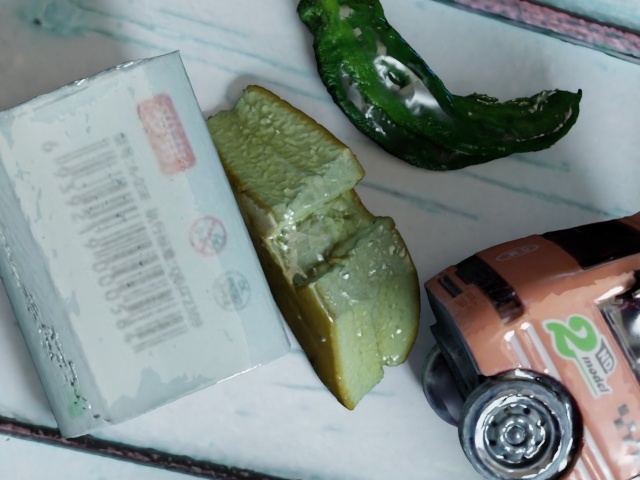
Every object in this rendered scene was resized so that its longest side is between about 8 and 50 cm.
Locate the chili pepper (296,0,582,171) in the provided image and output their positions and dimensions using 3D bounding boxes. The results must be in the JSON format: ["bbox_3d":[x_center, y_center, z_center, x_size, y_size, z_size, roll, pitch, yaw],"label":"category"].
[{"bbox_3d":[0.064,-0.133,1.339,0.279,0.065,0.122,35,68,-14],"label":"chili pepper"}]

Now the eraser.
[{"bbox_3d":[-0.140,0.002,1.246,0.174,0.081,0.227,-21,94,-2],"label":"eraser"}]

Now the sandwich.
[{"bbox_3d":[0.000,0.000,1.295,0.090,0.088,0.244,-32,96,-21],"label":"sandwich"}]

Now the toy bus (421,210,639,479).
[{"bbox_3d":[0.247,0.184,1.267,0.233,0.203,0.427,-28,99,-1],"label":"toy bus"}]
